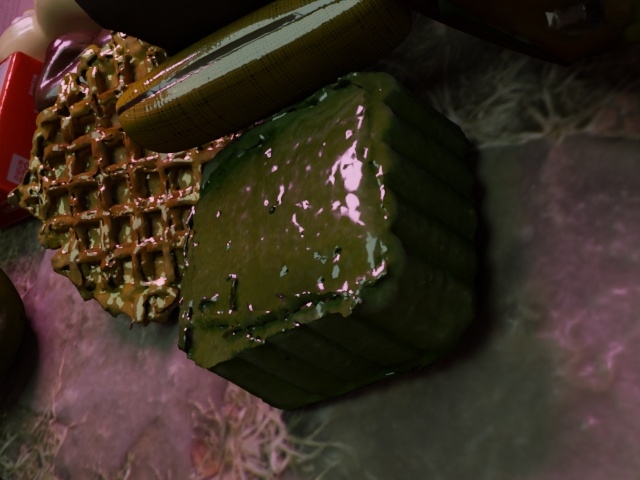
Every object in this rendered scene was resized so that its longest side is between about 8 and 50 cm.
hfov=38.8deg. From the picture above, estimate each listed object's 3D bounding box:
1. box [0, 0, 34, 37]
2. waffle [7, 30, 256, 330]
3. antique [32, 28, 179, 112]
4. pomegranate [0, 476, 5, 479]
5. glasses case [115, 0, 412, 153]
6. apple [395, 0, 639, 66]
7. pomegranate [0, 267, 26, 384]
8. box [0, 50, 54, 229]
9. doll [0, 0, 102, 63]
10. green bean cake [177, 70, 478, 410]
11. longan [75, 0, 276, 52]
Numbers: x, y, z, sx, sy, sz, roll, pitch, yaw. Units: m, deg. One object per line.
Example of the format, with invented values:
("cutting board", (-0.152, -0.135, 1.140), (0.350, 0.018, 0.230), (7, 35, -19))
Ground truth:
("box", (-0.489, -0.267, 1.282), (0.203, 0.106, 0.251), (-25, 51, 31))
("waffle", (-0.170, -0.060, 0.829), (0.245, 0.052, 0.254), (36, 105, 22))
("antique", (-0.194, -0.197, 0.944), (0.257, 0.121, 0.143), (-30, 49, 27))
("pomegranate", (-0.314, 0.293, 0.800), (0.138, 0.163, 0.125), (-39, 83, 42))
("glasses case", (-0.045, -0.128, 0.673), (0.234, 0.079, 0.064), (-23, 71, 19))
("apple", (0.148, -0.276, 0.481), (0.384, 0.374, 0.374), (26, 87, 55))
("pomegranate", (-0.392, 0.083, 0.915), (0.246, 0.198, 0.198), (-26, 50, 52))
("box", (-0.371, -0.115, 1.088), (0.133, 0.099, 0.182), (-18, 58, 40))
("doll", (-0.302, -0.280, 1.089), (0.296, 0.141, 0.117), (-25, 90, 35))
("green bean cake", (0.000, 0.000, 0.644), (0.214, 0.113, 0.200), (-27, 48, 35))
("longan", (-0.088, -0.285, 0.731), (0.300, 0.243, 0.300), (-17, 50, 22))
